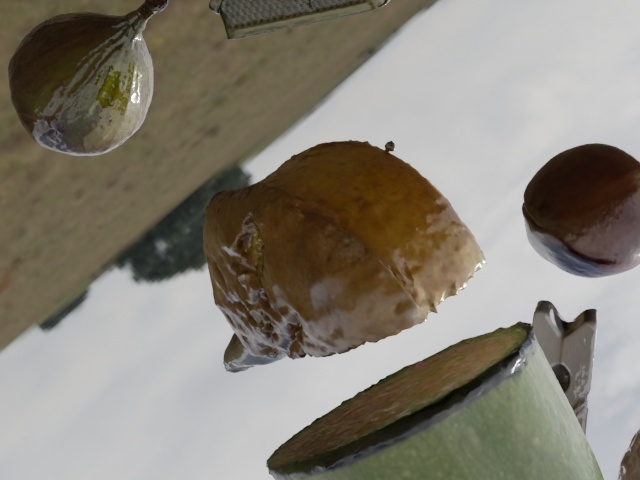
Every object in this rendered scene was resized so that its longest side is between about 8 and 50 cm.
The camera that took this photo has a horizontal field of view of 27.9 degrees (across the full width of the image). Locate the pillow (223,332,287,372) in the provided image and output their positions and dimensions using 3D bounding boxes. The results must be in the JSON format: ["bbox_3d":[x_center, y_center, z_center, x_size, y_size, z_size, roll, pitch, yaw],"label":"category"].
[{"bbox_3d":[-0.018,0.072,1.568,0.270,0.067,0.173,-45,-171,-35],"label":"pillow"}]

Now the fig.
[{"bbox_3d":[-0.299,-0.257,1.844,0.321,0.217,0.217,-31,-169,40],"label":"fig"}]

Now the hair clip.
[{"bbox_3d":[0.303,0.245,1.693,0.101,0.331,0.085,8,-166,16],"label":"hair clip"}]

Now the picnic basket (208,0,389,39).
[{"bbox_3d":[-0.019,-0.374,1.701,0.266,0.139,0.165,-6,-152,28],"label":"picnic basket"}]

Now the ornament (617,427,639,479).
[{"bbox_3d":[0.500,0.326,1.656,0.225,0.259,0.259,-6,-157,26],"label":"ornament"}]

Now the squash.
[{"bbox_3d":[0.146,0.285,1.292,0.310,0.309,0.310,-26,-178,1],"label":"squash"}]

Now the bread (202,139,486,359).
[{"bbox_3d":[0.000,0.000,1.275,0.194,0.179,0.340,-32,-171,-24],"label":"bread"}]

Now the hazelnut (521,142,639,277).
[{"bbox_3d":[0.367,-0.035,1.787,0.208,0.208,0.208,-40,-173,6],"label":"hazelnut"}]
